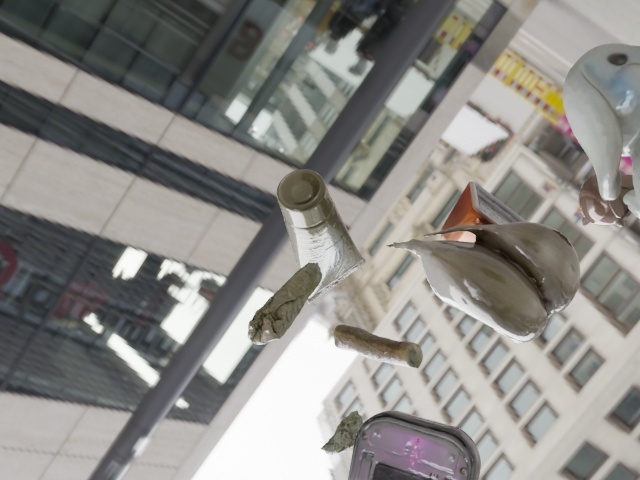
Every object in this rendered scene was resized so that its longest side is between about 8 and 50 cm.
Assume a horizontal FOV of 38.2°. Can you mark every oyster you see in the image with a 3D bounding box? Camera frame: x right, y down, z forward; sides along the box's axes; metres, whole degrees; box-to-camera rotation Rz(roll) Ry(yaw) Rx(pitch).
[{"bbox_3d":[0.048,0.369,1.753,0.037,0.100,0.098,31,168,30],"label":"oyster"}]

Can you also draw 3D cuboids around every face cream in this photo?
[{"bbox_3d":[0.000,0.000,1.623,0.084,0.137,0.341,49,170,30],"label":"face cream"}]

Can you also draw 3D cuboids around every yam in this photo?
[{"bbox_3d":[0.157,0.296,2.599,0.081,0.081,0.357,26,169,-34],"label":"yam"}]

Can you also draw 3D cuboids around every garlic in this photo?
[{"bbox_3d":[0.334,0.045,1.740,0.340,0.231,0.246,35,180,-12],"label":"garlic"}]

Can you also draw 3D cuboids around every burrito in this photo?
[{"bbox_3d":[-0.044,0.082,1.278,0.045,0.058,0.188,65,-148,-15],"label":"burrito"}]

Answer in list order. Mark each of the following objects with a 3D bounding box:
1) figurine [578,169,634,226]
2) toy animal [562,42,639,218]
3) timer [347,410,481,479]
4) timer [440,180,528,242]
[{"bbox_3d":[0.594,-0.086,1.898,0.125,0.125,0.138,35,170,0],"label":"figurine"},{"bbox_3d":[0.483,-0.152,1.358,0.249,0.174,0.289,13,-127,-37],"label":"toy animal"},{"bbox_3d":[0.146,0.378,1.475,0.209,0.190,0.069,10,-179,22],"label":"timer"},{"bbox_3d":[0.415,0.004,2.096,0.257,0.161,0.250,37,-176,-6],"label":"timer"}]
